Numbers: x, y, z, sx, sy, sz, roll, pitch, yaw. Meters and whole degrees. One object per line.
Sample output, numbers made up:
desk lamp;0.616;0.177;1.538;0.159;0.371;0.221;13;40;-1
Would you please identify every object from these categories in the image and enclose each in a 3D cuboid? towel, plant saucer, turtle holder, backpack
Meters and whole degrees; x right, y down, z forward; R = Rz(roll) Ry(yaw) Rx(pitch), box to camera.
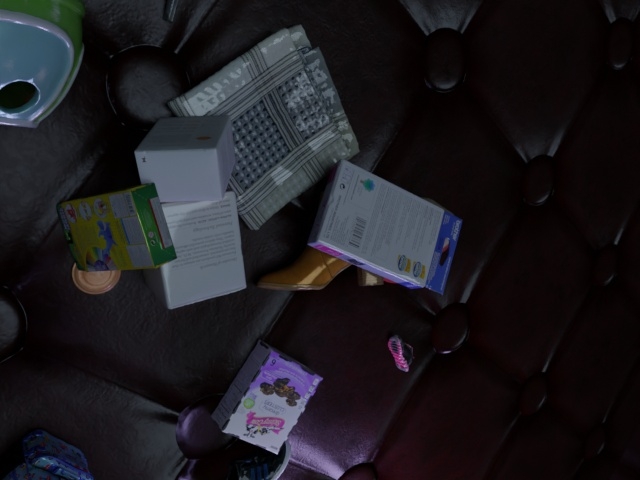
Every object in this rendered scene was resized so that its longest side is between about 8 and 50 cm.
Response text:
towel;-0.086;-0.224;1.087;0.324;0.056;0.312;-39;119;-19
plant saucer;-0.404;0.057;0.985;0.083;0.013;0.084;-8;105;-29
turtle holder;-0.460;-0.269;0.702;0.243;0.320;0.228;8;99;6
backpack;-0.472;0.433;0.940;0.117;0.173;0.158;-49;121;-12

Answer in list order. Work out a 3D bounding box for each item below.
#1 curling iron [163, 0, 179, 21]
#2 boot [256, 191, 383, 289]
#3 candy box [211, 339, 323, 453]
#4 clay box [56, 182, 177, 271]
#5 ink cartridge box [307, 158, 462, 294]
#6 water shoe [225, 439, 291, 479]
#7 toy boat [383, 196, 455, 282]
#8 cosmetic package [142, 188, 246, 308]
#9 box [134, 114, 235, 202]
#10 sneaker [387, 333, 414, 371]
curling iron;-0.229;-0.514;0.931;0.035;0.068;0.274;5;105;-34
boot;0.001;0.000;1.184;0.295;0.104;0.211;-3;85;-13
candy box;-0.115;0.345;1.200;0.165;0.070;0.196;36;81;-33
clay box;-0.341;-0.017;0.897;0.053;0.222;0.127;-29;110;-50
ink cartridge box;0.141;-0.020;1.145;0.311;0.065;0.186;23;73;-16
water shoe;-0.152;0.517;1.219;0.203;0.073;0.080;-45;118;-15
toy boat;0.216;0.016;1.302;0.231;0.151;0.151;-38;147;-19
cosmetic package;-0.241;0.001;0.990;0.151;0.151;0.184;-14;110;-29
box;-0.221;-0.142;0.924;0.130;0.170;0.091;-1;121;1
sneaker;0.213;0.280;1.406;0.057;0.047;0.119;-38;126;-26
